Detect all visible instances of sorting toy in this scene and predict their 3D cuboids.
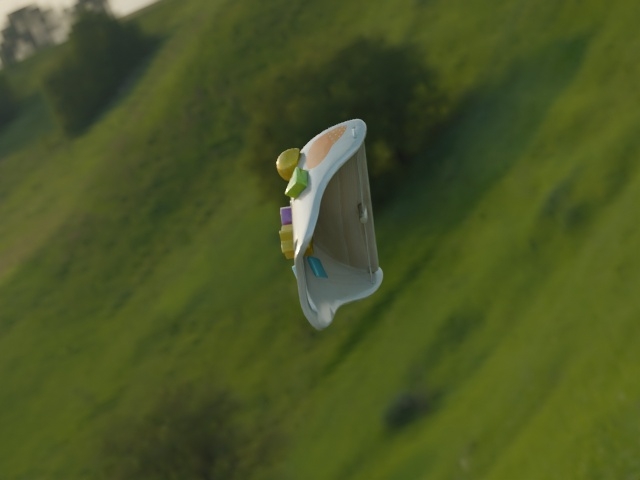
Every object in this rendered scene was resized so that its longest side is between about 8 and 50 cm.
[{"bbox_3d":[0.000,0.000,0.862,0.045,0.083,0.075,-2,32,9],"label":"sorting toy"}]
